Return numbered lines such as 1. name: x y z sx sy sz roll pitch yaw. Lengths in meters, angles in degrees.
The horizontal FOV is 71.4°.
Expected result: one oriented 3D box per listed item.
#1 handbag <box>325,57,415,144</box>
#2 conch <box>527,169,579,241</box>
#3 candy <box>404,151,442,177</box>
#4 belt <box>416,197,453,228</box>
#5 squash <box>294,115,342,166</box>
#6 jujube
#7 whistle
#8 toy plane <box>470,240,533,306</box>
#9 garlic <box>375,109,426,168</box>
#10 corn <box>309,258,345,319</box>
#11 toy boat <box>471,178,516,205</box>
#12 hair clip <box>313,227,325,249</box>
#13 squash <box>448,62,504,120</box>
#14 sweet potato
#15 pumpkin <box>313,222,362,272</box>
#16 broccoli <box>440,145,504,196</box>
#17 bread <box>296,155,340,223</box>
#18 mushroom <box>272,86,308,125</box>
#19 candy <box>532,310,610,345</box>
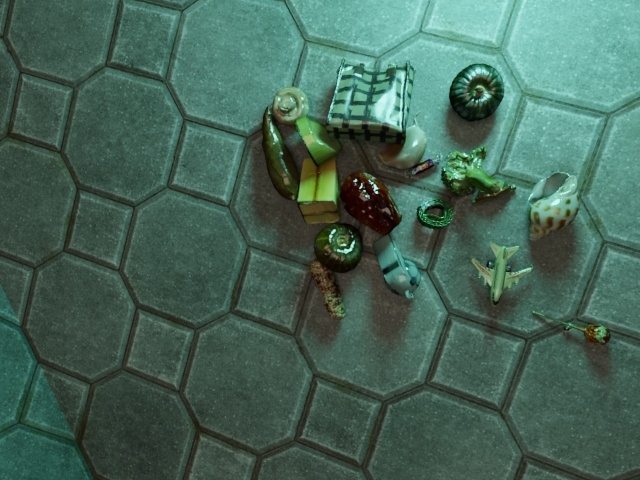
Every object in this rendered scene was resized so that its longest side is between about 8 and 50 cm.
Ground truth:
1. handbag: 0.204 -0.566 1.811 0.324 0.162 0.327 8 78 9
2. conch: 0.893 -0.120 1.723 0.148 0.183 0.275 37 104 -27
3. candy: 0.429 -0.311 1.864 0.174 0.043 0.045 -25 85 16
4. belt: 0.472 -0.110 1.853 0.151 0.079 0.121 0 83 1
5. squash: -0.017 -0.430 1.858 0.133 0.220 0.220 -28 88 15
6. jujube: 0.206 -0.154 1.846 0.197 0.197 0.290 -44 85 11
7. whistle: 0.331 0.126 1.874 0.163 0.163 0.290 -25 53 12
8. toy plane: 0.720 0.139 1.799 0.241 0.104 0.257 11 96 8
9. garlic: 0.376 -0.401 1.852 0.148 0.128 0.266 44 90 -5
10. corn: 0.033 0.216 1.953 0.098 0.098 0.290 -19 92 12
11. toy boat: 0.696 -0.199 1.800 0.184 0.071 0.089 -21 47 12
12. hair clip: 0.001 0.001 1.974 0.030 0.039 0.115 24 96 4
13. squash: 0.610 -0.578 1.743 0.218 0.172 0.218 -5 107 -16
14. sweet potato: -0.184 -0.367 1.949 0.130 0.130 0.423 -17 86 12
15. pumpkin: 0.073 0.035 1.895 0.218 0.162 0.219 5 72 -16
16. broccoli: 0.614 -0.267 1.729 0.177 0.274 0.199 42 74 -30
17. bread: 0.005 -0.221 1.959 0.167 0.163 0.264 -2 59 13
18. mushroom: -0.128 -0.579 1.921 0.166 0.127 0.167 1 97 6
19. candy: 0.996 0.338 1.775 0.287 0.084 0.078 19 101 17
